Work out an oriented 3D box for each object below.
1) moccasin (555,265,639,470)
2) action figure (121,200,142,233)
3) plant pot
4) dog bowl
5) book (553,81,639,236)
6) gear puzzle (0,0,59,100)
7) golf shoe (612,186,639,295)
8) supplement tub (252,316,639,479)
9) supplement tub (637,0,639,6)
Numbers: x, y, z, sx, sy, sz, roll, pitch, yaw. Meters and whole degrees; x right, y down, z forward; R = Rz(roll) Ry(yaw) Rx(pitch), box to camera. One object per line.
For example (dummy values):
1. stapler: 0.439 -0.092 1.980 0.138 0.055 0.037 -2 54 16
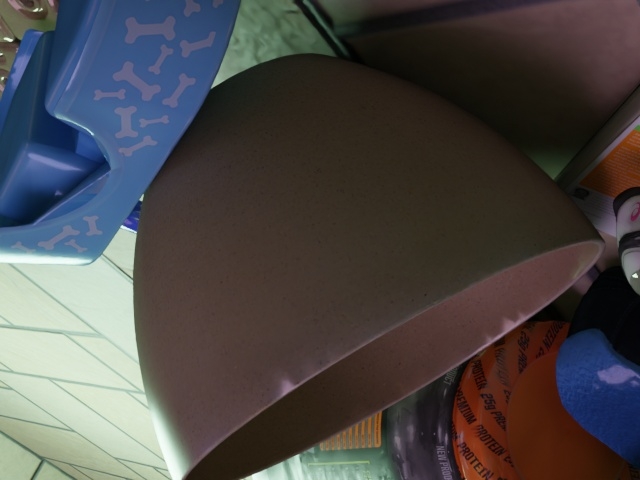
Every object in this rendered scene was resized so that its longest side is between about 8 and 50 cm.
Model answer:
1. moccasin: 0.312 0.140 0.750 0.138 0.117 0.342 -23 123 43
2. action figure: -0.070 0.003 0.825 0.280 0.091 0.139 12 151 -1
3. plant pot: 0.000 0.000 0.642 0.191 0.284 0.284 60 161 16
4. dog bowl: -0.132 -0.092 0.620 0.074 0.166 0.297 17 141 -25
5. book: 0.202 -0.036 0.604 0.096 0.035 0.144 23 155 -2
6. gear puzzle: -0.275 -0.161 0.799 0.339 0.044 0.175 8 144 33
7. golf shoe: 0.219 0.018 0.610 0.067 0.086 0.186 -33 154 16
8. supplement tub: 0.096 0.170 0.893 0.207 0.207 0.338 35 154 -19
9. supplement tub: 0.225 -0.027 0.201 0.235 0.325 0.235 -12 134 -12
